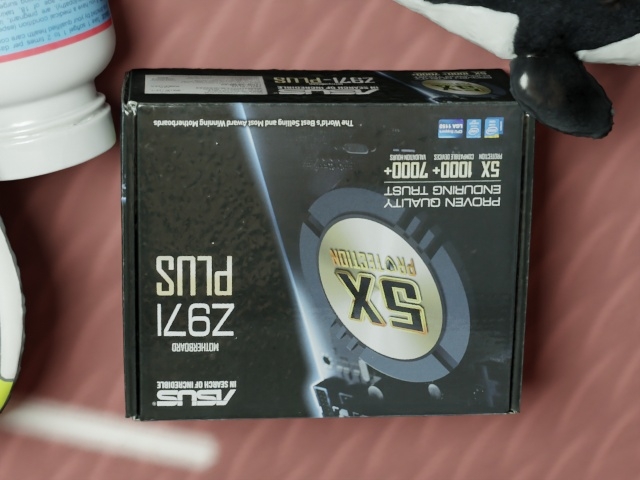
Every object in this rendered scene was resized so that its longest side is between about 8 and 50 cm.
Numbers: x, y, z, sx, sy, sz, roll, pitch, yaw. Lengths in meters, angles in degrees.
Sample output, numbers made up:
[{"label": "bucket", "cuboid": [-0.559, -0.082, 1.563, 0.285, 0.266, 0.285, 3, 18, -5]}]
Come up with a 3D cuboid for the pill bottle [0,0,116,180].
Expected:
[{"label": "pill bottle", "cuboid": [-0.137, -0.111, 0.743, 0.087, 0.087, 0.160, -12, 107, -1]}]

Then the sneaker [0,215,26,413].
[{"label": "sneaker", "cuboid": [-0.213, -0.029, 0.714, 0.121, 0.111, 0.300, -30, 125, -23]}]

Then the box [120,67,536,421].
[{"label": "box", "cuboid": [0.000, 0.000, 0.793, 0.180, 0.077, 0.147, 0, 107, -5]}]

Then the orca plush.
[{"label": "orca plush", "cuboid": [0.153, -0.115, 0.729, 0.287, 0.102, 0.151, 26, 68, -11]}]
